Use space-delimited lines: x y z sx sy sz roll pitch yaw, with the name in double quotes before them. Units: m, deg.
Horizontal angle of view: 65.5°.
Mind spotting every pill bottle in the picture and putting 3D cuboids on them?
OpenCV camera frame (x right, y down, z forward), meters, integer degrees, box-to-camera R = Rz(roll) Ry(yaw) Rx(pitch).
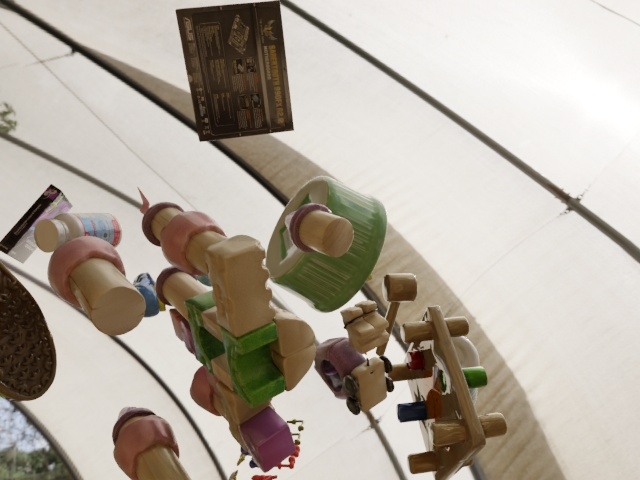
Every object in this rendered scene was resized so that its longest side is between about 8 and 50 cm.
"pill bottle" 0.336 0.368 1.301 0.146 0.146 0.264 48 -17 41
"pill bottle" -0.498 -0.014 1.028 0.087 0.160 0.087 2 -85 21

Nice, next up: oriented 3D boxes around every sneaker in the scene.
"sneaker" -0.296 0.049 0.403 0.086 0.064 0.192 -8 -63 26
"sneaker" -0.395 0.118 1.070 0.209 0.082 0.069 16 -61 61

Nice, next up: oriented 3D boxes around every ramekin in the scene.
"ramekin" 0.000 0.000 1.146 0.303 0.148 0.303 -45 -151 34

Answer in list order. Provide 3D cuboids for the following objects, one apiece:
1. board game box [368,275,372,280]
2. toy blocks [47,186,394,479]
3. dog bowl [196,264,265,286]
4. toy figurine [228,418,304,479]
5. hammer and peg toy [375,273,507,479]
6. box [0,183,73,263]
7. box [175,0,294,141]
"board game box" 0.080 -0.013 1.429 0.124 0.039 0.259 29 -44 56
"toy blocks" -0.120 0.089 0.586 0.260 0.309 0.289 21 -55 51
"dog bowl" -0.341 0.112 1.914 0.074 0.297 0.166 135 -29 -69
"toy figurine" -0.170 0.572 1.529 0.191 0.362 0.217 -3 -73 12
"hammer and peg toy" 0.211 0.252 0.965 0.266 0.127 0.361 95 -13 -50
"box" -0.587 -0.031 1.029 0.162 0.029 0.116 -56 -174 -18
"box" -0.152 -0.309 0.914 0.056 0.183 0.231 -115 -162 -66
